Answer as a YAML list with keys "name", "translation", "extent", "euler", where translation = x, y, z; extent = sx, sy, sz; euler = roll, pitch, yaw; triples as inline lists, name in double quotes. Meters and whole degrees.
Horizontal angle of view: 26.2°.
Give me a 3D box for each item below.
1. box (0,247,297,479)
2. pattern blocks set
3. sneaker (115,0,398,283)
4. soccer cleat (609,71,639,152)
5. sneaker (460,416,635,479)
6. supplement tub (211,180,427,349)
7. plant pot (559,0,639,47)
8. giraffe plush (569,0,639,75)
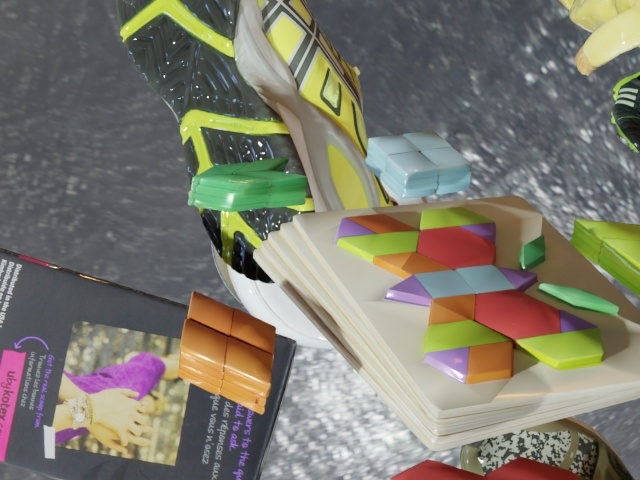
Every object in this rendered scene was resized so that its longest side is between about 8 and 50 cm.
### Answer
- name: "box"
  translation: [-0.174, 0.104, 1.004]
  extent: [0.270, 0.165, 0.143]
  euler: [19, 79, -10]
- name: "pattern blocks set"
  translation: [0.070, 0.030, 0.650]
  extent: [0.325, 0.285, 0.026]
  euler: [37, 130, 41]
- name: "sneaker"
  translation: [-0.055, -0.147, 1.132]
  extent: [0.145, 0.147, 0.384]
  euler: [-26, 75, 41]
- name: "soccer cleat"
  translation: [0.447, -0.188, 1.933]
  extent: [0.072, 0.179, 0.060]
  euler: [-35, 113, 28]
- name: "sneaker"
  translation: [0.333, 0.332, 1.511]
  extent: [0.410, 0.182, 0.158]
  euler: [39, 90, -9]
- name: "supplement tub"
  translation: [0.000, 0.000, 1.545]
  extent: [0.228, 0.316, 0.228]
  euler: [-1, 94, -9]
- name: "plant pot"
  translation: [0.461, -0.377, 1.908]
  extent: [0.254, 0.254, 0.239]
  euler: [-38, 49, 12]
- name: "giraffe plush"
  translation: [0.264, -0.151, 0.824]
  extent: [0.171, 0.210, 0.181]
  euler: [27, 123, -4]
